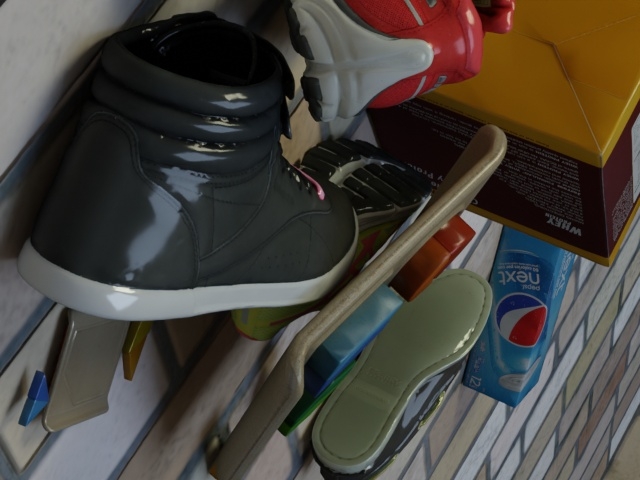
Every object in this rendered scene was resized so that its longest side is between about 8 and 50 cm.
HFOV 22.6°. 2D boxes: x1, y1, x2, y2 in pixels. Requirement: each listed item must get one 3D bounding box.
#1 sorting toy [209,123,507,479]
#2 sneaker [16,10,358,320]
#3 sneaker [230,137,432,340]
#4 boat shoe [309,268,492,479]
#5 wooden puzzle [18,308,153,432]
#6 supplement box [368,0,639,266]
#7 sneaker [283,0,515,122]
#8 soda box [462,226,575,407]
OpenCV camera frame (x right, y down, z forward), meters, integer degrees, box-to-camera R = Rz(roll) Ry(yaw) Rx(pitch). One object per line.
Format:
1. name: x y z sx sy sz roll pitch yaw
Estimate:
1. sorting toy: 0.016 0.070 1.066 0.229 0.041 0.307 -47 174 -29
2. sneaker: -0.038 -0.047 0.888 0.296 0.105 0.147 -11 127 -61
3. sneaker: 0.000 0.000 1.096 0.208 0.081 0.094 -33 150 -47
4. boat shoe: 0.070 0.118 1.384 0.228 0.081 0.068 -48 156 -26
5. wooden puzzle: -0.133 0.069 0.914 0.116 0.014 0.078 1 106 -68
6. supplement box: 0.149 -0.104 1.171 0.129 0.191 0.194 -61 158 -16
7. sneaker: 0.050 -0.131 0.901 0.279 0.118 0.107 -83 163 -67
8. soda box: 0.215 0.068 1.700 0.071 0.067 0.210 -37 144 -54
